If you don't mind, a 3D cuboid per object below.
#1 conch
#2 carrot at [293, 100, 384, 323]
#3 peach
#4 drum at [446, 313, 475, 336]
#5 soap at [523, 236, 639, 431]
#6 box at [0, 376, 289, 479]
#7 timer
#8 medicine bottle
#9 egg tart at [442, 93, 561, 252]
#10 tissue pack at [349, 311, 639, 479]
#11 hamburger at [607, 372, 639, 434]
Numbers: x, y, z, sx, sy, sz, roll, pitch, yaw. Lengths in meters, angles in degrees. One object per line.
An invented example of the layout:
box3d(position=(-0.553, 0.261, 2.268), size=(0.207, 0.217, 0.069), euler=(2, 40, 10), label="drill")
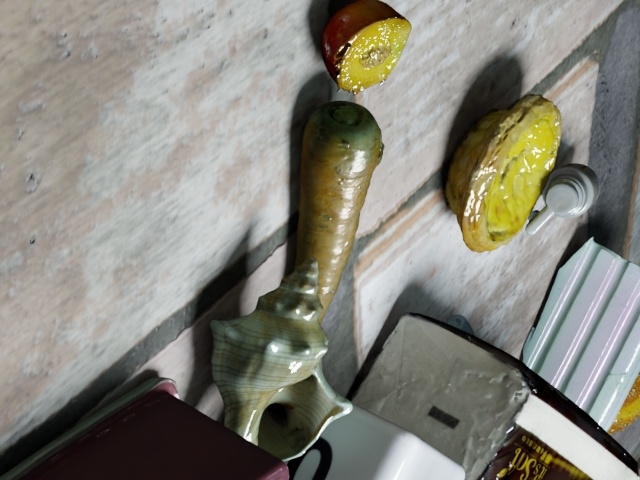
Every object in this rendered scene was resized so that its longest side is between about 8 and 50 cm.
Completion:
box3d(position=(-0.039, 0.127, 1.805), size=(0.114, 0.137, 0.234), euler=(-98, -169, -65), label="conch")
box3d(position=(0.000, 0.000, 1.855), size=(0.078, 0.078, 0.298), euler=(-33, 144, -47), label="carrot")
box3d(position=(0.034, -0.183, 1.763), size=(0.098, 0.061, 0.098), euler=(-30, 151, -19), label="peach")
box3d(position=(0.199, 0.152, 2.341), size=(0.130, 0.049, 0.253), euler=(-46, 147, -33), label="drum")
box3d(position=(0.359, 0.123, 2.515), size=(0.230, 0.145, 0.091), euler=(-64, 163, 6), label="soap")
box3d(position=(-0.164, 0.269, 1.657), size=(0.294, 0.167, 0.193), euler=(-33, 137, -47), label="box")
box3d(position=(0.002, 0.259, 1.914), size=(0.195, 0.192, 0.194), euler=(-63, 153, -6), label="timer")
box3d(position=(0.282, -0.047, 2.268), size=(0.092, 0.061, 0.221), euler=(-44, 175, 12), label="medicine bottle")
box3d(position=(0.195, -0.078, 2.122), size=(0.191, 0.074, 0.191), euler=(-43, 147, -38), label="egg tart")
box3d(position=(0.199, 0.241, 2.182), size=(0.198, 0.210, 0.370), euler=(-54, 143, -2), label="tissue pack")
box3d(position=(0.430, 0.209, 2.763), size=(0.166, 0.087, 0.137), euler=(-33, 138, -47), label="hamburger")
